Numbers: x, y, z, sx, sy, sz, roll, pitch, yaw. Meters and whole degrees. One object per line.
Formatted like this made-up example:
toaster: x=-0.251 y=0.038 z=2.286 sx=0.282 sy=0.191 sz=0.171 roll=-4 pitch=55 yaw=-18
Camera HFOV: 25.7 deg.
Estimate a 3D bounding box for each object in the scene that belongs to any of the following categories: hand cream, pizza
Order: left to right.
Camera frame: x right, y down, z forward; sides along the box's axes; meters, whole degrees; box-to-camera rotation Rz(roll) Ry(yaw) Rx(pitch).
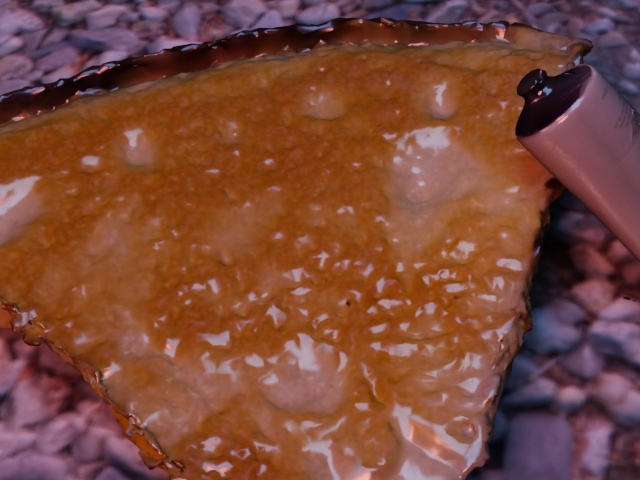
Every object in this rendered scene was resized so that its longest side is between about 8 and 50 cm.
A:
pizza: x=-0.008 y=-0.023 z=0.816 sx=0.435 sy=0.080 sz=0.392 roll=34 pitch=60 yaw=30
hand cream: x=0.174 y=-0.025 z=0.758 sx=0.054 sy=0.186 sz=0.087 roll=-27 pitch=26 yaw=48
